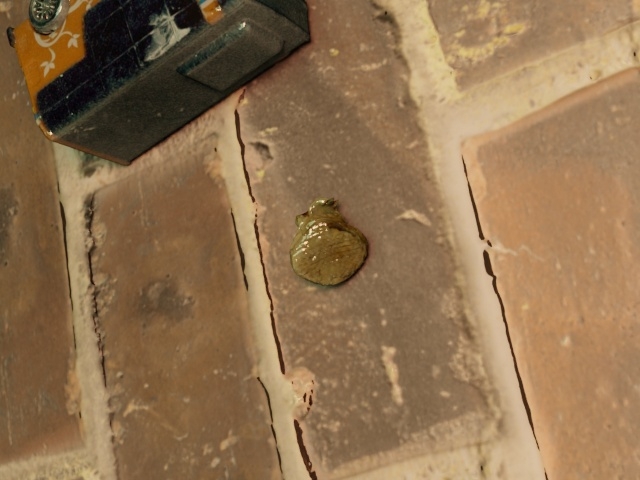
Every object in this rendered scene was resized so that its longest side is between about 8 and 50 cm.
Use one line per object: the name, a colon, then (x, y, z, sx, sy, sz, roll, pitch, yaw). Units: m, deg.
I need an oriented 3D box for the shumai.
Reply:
shumai: (0.000, 0.000, 1.138, 0.083, 0.082, 0.080, -25, 25, -7)

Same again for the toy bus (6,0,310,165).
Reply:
toy bus: (-0.185, -0.243, 1.242, 0.323, 0.162, 0.194, -30, 66, 23)
